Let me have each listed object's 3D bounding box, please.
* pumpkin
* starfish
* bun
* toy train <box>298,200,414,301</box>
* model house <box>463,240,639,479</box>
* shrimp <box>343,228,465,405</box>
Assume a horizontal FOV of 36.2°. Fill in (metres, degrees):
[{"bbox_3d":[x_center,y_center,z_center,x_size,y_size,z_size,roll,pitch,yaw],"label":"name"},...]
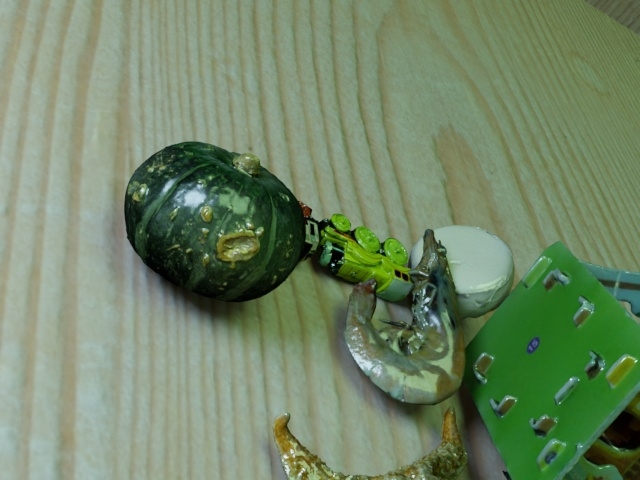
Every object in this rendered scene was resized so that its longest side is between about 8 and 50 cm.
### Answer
[{"bbox_3d":[-0.105,-0.022,0.993,0.190,0.146,0.190,14,30,-8],"label":"pumpkin"},{"bbox_3d":[0.127,0.281,0.947,0.293,0.084,0.301,-1,48,-44],"label":"starfish"},{"bbox_3d":[0.178,0.052,1.253,0.138,0.094,0.138,-1,44,1],"label":"bun"},{"bbox_3d":[0.000,0.000,1.162,0.250,0.053,0.085,23,42,-26],"label":"toy train"},{"bbox_3d":[0.394,0.153,1.085,0.324,0.340,0.300,33,13,-18],"label":"model house"},{"bbox_3d":[0.101,0.076,1.123,0.143,0.052,0.251,18,43,-11],"label":"shrimp"}]
